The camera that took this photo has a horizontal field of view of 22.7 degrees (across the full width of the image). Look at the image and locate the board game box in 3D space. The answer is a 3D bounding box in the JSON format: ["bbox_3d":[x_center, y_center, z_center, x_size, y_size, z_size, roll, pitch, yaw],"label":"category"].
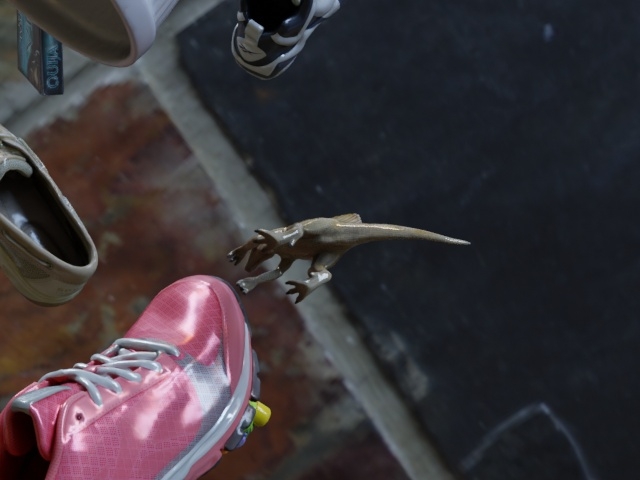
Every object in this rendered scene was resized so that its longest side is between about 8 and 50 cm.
[{"bbox_3d":[-0.297,-0.257,1.677,0.026,0.186,0.126,-6,20,-20],"label":"board game box"}]

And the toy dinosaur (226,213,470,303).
[{"bbox_3d":[0.000,0.000,1.069,0.183,0.093,0.053,-5,109,40],"label":"toy dinosaur"}]

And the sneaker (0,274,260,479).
[{"bbox_3d":[-0.144,0.126,1.074,0.116,0.136,0.313,0,48,35],"label":"sneaker"}]

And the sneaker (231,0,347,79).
[{"bbox_3d":[-0.019,-0.299,1.770,0.094,0.153,0.235,39,82,6],"label":"sneaker"}]

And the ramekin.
[{"bbox_3d":[-0.167,-0.225,1.067,0.207,0.207,0.109,33,73,25],"label":"ramekin"}]

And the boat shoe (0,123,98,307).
[{"bbox_3d":[-0.335,-0.071,1.634,0.109,0.098,0.302,-36,87,-35],"label":"boat shoe"}]

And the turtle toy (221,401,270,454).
[{"bbox_3d":[-0.107,0.188,1.696,0.095,0.130,0.066,32,61,-13],"label":"turtle toy"}]
